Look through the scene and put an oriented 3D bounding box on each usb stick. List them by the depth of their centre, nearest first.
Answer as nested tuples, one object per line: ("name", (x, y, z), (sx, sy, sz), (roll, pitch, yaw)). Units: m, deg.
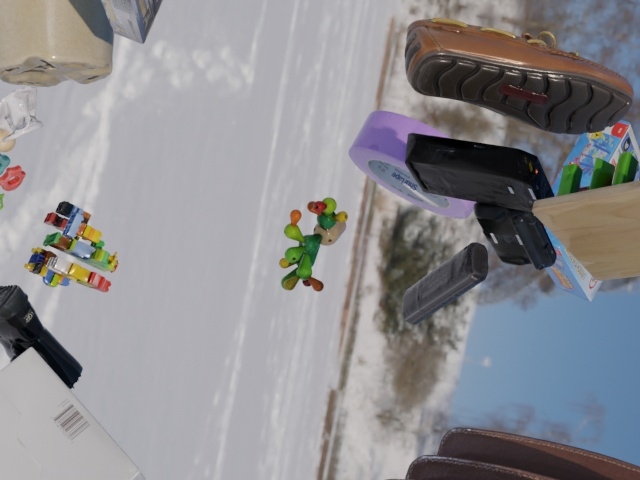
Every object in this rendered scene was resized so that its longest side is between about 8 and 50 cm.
("usb stick", (0.218, 0.080, 1.772), (0.278, 0.045, 0.077), (134, -32, -60))

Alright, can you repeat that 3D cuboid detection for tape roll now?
("tape roll", (0.195, -0.149, 1.994), (0.090, 0.274, 0.275), (-60, 176, -9))

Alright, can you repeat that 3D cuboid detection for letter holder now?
("letter holder", (0.205, 0.282, 0.912), (0.152, 0.301, 0.215), (44, 62, -56))

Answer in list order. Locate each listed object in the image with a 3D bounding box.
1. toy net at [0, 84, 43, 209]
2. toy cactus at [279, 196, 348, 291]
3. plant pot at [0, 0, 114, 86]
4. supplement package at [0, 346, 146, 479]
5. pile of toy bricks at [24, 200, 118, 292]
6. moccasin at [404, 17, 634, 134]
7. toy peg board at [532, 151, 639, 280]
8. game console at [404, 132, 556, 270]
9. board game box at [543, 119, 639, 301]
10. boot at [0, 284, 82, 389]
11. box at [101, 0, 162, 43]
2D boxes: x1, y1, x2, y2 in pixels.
("toy net", (-0.403, -0.097, 1.274), (0.232, 0.045, 0.122), (-49, 157, 26))
("toy cactus", (0.000, 0.000, 1.841), (0.180, 0.112, 0.219), (-34, 146, -53))
("plant pot", (-0.505, -0.455, 1.852), (0.334, 0.333, 0.306), (76, 10, -89))
("supplement package", (-0.415, 0.333, 1.480), (0.204, 0.262, 0.145), (-40, 161, -19))
("pile of toy bricks", (-0.325, 0.019, 1.375), (0.212, 0.105, 0.118), (-3, -118, 61))
("moccasin", (0.311, -0.263, 1.562), (0.139, 0.379, 0.147), (108, -13, -49))
("toy peg board", (0.367, -0.034, 1.186), (0.161, 0.160, 0.079), (-11, -131, 45))
("game console", (0.276, -0.050, 1.581), (0.044, 0.213, 0.361), (-65, 146, -18))
("board game box", (0.577, -0.064, 2.119), (0.302, 0.086, 0.308), (-58, 145, -8))
("boot", (-0.540, 0.176, 1.694), (0.207, 0.246, 0.094), (64, 38, -31))
("box", (-0.262, -0.417, 1.475), (0.231, 0.056, 0.183), (116, -3, -81))
